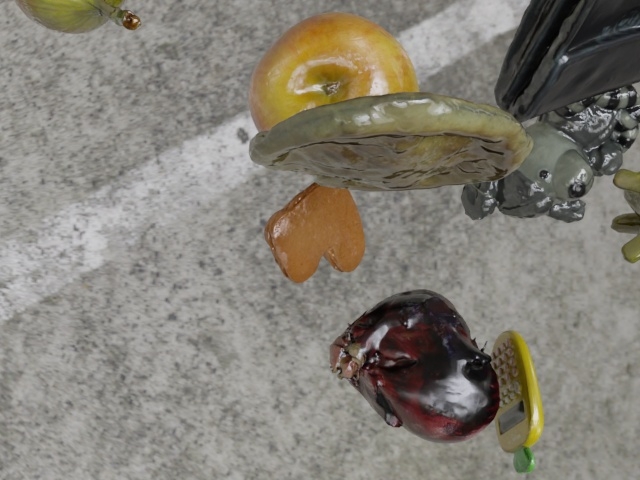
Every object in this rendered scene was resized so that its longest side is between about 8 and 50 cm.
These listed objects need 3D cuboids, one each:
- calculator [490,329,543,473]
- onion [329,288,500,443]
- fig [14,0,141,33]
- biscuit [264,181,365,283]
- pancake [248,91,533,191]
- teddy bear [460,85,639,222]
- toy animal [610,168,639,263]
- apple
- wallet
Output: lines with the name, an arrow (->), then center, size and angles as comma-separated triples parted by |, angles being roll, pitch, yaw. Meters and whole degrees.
calculator -> 0.315, 0.259, 1.533 | 0.032, 0.146, 0.234 | 1, 64, -13
onion -> 0.167, 0.210, 1.537 | 0.281, 0.281, 0.221 | 12, 122, -34
fig -> -0.282, -0.318, 1.123 | 0.160, 0.231, 0.143 | -6, 102, -30
biscuit -> 0.000, 0.000, 1.589 | 0.192, 0.036, 0.186 | -40, 125, -33
pancake -> 0.057, -0.070, 0.763 | 0.236, 0.223, 0.042 | 35, 54, -74
teddy bear -> 0.311, -0.104, 1.192 | 0.171, 0.144, 0.251 | 26, 93, -35
toy animal -> 0.598, 0.022, 1.593 | 0.363, 0.180, 0.181 | 54, 25, -50
apple -> 0.023, -0.235, 1.565 | 0.233, 0.286, 0.285 | -7, 96, -78
wallet -> 0.353, -0.238, 0.883 | 0.406, 0.228, 0.062 | -18, 56, -30
